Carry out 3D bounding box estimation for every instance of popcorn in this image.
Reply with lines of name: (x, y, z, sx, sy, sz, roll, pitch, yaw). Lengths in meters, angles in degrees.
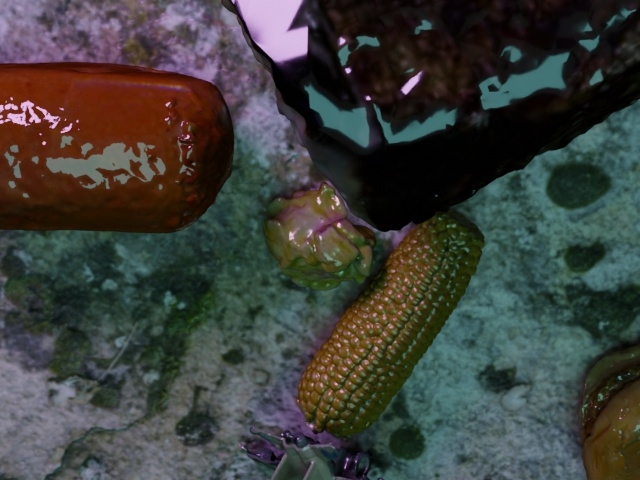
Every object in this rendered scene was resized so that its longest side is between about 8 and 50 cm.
popcorn: (-0.002, 0.001, 1.099, 0.109, 0.089, 0.097, 12, 149, 1)

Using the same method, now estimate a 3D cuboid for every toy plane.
toy plane: (0.019, 0.266, 1.215, 0.192, 0.088, 0.262, 9, 154, 32)

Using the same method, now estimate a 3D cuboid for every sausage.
sausage: (-0.210, -0.082, 1.008, 0.268, 0.153, 0.141, 1, 104, -3)

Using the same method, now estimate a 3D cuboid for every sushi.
sushi: (0.103, -0.179, 0.903, 0.294, 0.299, 0.281, -30, 99, 7)

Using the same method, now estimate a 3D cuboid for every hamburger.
hamburger: (0.365, 0.203, 1.200, 0.214, 0.108, 0.213, -2, 119, -4)

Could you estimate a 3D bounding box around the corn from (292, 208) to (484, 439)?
corn: (0.067, 0.084, 1.134, 0.091, 0.091, 0.260, 35, 107, 6)
